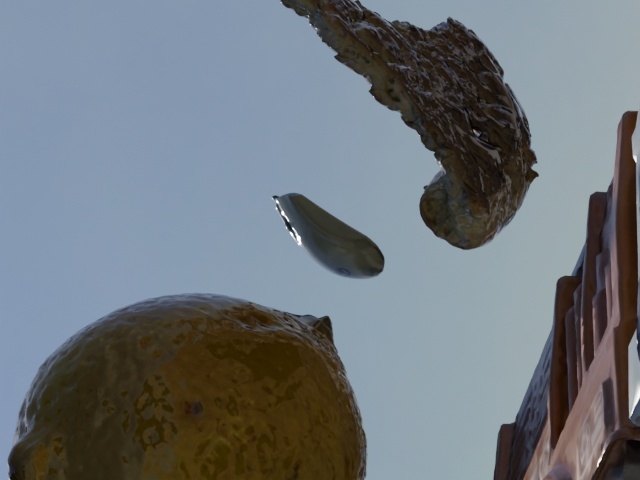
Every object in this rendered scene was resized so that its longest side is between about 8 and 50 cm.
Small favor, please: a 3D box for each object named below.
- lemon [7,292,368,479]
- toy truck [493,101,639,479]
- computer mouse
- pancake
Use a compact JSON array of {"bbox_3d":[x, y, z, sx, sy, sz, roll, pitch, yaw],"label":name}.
[{"bbox_3d":[-0.097,0.149,1.332,0.228,0.254,0.228,172,90,-70],"label":"lemon"},{"bbox_3d":[0.168,0.051,0.727,0.387,0.173,0.207,103,172,-51],"label":"toy truck"},{"bbox_3d":[0.000,0.000,1.544,0.032,0.110,0.056,-50,-14,-24],"label":"computer mouse"},{"bbox_3d":[0.055,-0.104,1.293,0.244,0.057,0.266,34,-155,-25],"label":"pancake"}]
